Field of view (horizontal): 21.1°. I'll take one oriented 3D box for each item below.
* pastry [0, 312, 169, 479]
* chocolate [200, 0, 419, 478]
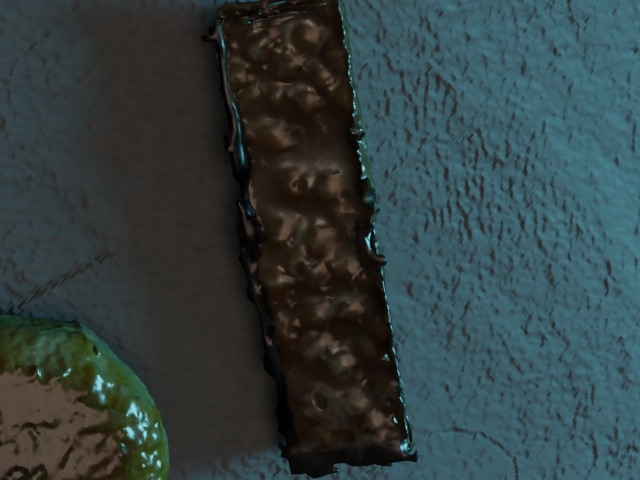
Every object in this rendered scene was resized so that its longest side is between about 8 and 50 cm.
[{"bbox_3d":[-0.195,0.145,1.100,0.192,0.093,0.182,-47,108,-2],"label":"pastry"},{"bbox_3d":[-0.002,-0.002,1.142,0.102,0.065,0.329,-5,106,16],"label":"chocolate"}]
